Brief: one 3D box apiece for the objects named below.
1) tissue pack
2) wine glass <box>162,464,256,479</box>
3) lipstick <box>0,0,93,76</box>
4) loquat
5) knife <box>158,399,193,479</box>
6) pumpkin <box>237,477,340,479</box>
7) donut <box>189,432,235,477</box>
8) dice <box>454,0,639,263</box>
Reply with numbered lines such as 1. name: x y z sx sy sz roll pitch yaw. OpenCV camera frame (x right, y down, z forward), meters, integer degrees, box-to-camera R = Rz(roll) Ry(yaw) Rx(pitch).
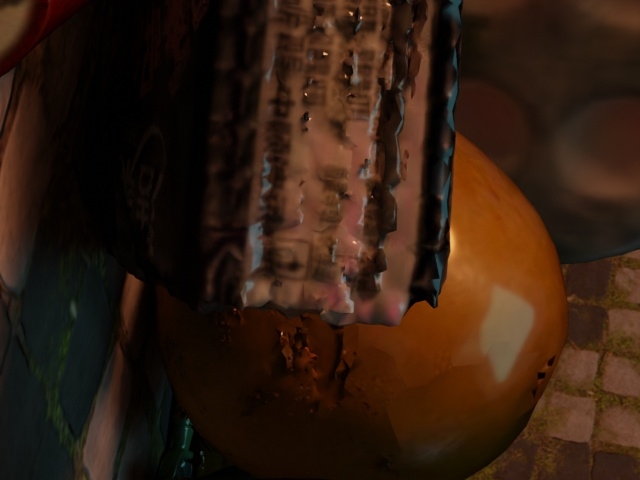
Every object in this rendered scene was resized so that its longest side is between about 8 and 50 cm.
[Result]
1. tissue pack: -0.017 -0.134 0.824 0.245 0.123 0.332 -159 -106 -75
2. wine glass: -0.035 0.179 1.129 0.202 0.093 0.093 17 80 -63
3. lipstick: -0.090 -0.107 0.600 0.241 0.080 0.080 -65 162 -71
4. loquat: 0.021 0.034 1.044 0.235 0.235 0.235 8 90 -83
5. knife: -0.083 0.093 1.159 0.054 0.015 0.212 36 62 -74
6. pumpkin: 0.018 0.263 0.750 0.266 0.363 0.363 -82 176 -57
7. donut: -0.044 0.148 1.314 0.184 0.073 0.166 73 28 -71
8. dice: 0.119 -0.201 1.185 0.348 0.327 0.330 -73 168 -54
